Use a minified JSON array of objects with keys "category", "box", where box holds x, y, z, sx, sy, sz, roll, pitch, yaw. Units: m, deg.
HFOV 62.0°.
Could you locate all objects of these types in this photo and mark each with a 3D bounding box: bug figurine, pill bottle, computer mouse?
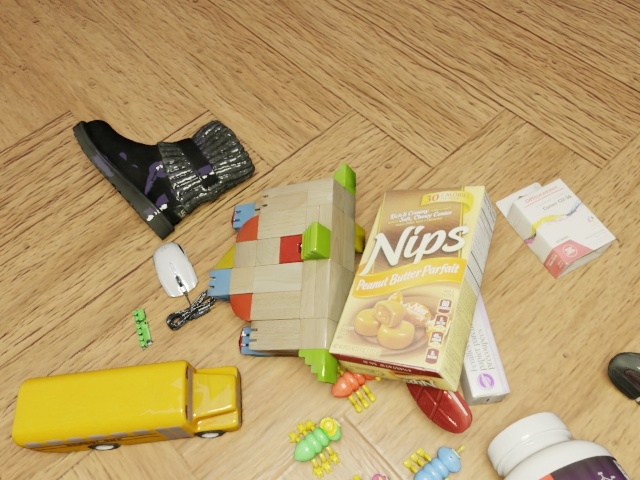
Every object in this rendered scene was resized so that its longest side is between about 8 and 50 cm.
[{"category":"bug figurine","box":[0.081,0.323,0.848,0.216,0.072,0.279,-38,64,-17]},{"category":"pill bottle","box":[0.357,0.398,0.695,0.181,0.182,0.323,-19,43,-7]},{"category":"computer mouse","box":[-0.281,0.073,1.039,0.106,0.042,0.193,-29,62,-11]}]

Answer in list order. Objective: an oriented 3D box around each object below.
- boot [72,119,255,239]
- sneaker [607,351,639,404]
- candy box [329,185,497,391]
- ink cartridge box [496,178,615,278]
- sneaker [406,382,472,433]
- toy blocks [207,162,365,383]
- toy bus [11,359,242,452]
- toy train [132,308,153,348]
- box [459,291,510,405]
[{"category":"boot","box":[-0.333,-0.191,1.143,0.260,0.131,0.348,-42,76,-11]},{"category":"sneaker","box":[0.614,0.207,0.869,0.281,0.106,0.163,23,58,5]},{"category":"candy box","box":[0.154,0.063,0.851,0.182,0.087,0.317,1,58,35]},{"category":"ink cartridge box","box":[0.448,-0.040,1.035,0.115,0.067,0.198,-26,61,-10]},{"category":"sneaker","box":[0.196,0.200,0.874,0.128,0.087,0.221,-15,47,-30]},{"category":"toy blocks","box":[-0.078,0.057,0.948,0.260,0.190,0.382,-7,70,27]},{"category":"toy bus","box":[-0.302,0.270,0.873,0.332,0.130,0.108,-7,59,0]},{"category":"toy train","box":[-0.335,0.166,1.004,0.023,0.017,0.083,-15,59,-17]},{"category":"box","box":[0.256,0.125,0.956,0.063,0.067,0.324,-8,58,0]}]
